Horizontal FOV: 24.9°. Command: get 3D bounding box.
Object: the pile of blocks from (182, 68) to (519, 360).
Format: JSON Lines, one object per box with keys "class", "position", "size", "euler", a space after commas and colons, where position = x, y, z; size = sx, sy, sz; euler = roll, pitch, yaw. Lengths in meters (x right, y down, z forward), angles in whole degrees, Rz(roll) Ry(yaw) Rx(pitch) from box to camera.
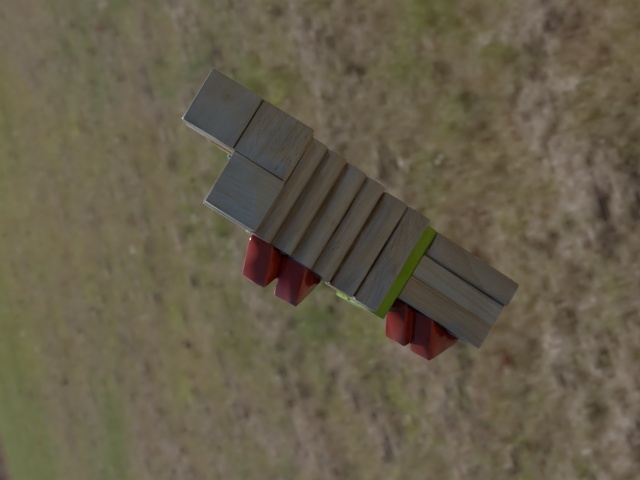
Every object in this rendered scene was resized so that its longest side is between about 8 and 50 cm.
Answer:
{"class": "pile of blocks", "position": [0.000, 0.000, 1.130], "size": [0.362, 0.113, 0.149], "euler": [35, 175, -40]}
